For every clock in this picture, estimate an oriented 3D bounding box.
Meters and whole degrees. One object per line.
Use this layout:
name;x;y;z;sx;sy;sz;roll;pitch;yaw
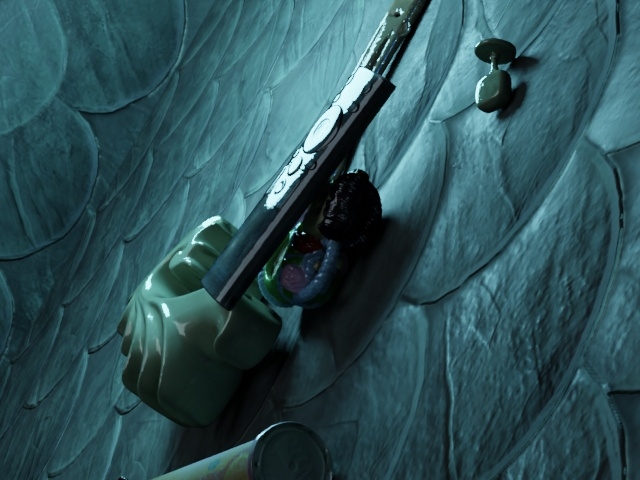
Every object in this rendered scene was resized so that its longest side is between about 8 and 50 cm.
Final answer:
clock;0.000;0.000;1.872;0.195;0.100;0.194;-23;45;63

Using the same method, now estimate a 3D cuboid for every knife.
knife;0.072;-0.239;2.115;0.089;0.043;0.365;22;78;37

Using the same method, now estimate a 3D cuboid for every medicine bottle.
medicine bottle;-0.132;0.327;1.737;0.426;0.108;0.108;-33;33;56

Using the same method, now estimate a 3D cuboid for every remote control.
remote control;-0.033;-0.074;1.846;0.378;0.044;0.107;-54;30;2

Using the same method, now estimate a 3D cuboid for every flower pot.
flower pot;-0.185;0.130;2.042;0.254;0.164;0.367;-48;22;13

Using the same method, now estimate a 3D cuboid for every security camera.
security camera;0.220;-0.203;1.704;0.058;0.058;0.092;-30;47;55

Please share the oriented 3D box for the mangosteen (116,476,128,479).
mangosteen;-0.236;0.412;1.700;0.194;0.194;0.231;170;100;-65
